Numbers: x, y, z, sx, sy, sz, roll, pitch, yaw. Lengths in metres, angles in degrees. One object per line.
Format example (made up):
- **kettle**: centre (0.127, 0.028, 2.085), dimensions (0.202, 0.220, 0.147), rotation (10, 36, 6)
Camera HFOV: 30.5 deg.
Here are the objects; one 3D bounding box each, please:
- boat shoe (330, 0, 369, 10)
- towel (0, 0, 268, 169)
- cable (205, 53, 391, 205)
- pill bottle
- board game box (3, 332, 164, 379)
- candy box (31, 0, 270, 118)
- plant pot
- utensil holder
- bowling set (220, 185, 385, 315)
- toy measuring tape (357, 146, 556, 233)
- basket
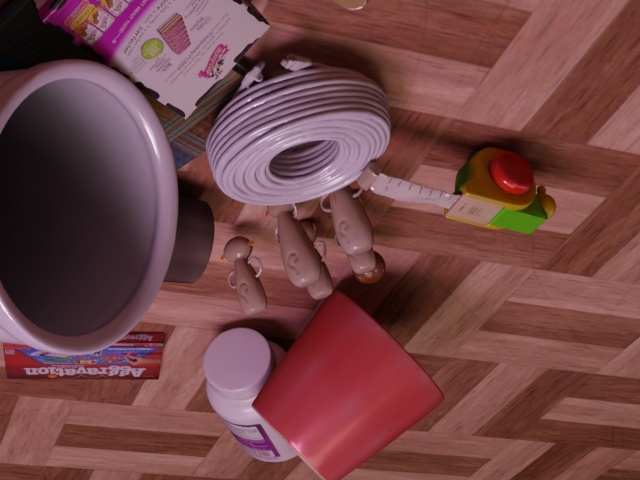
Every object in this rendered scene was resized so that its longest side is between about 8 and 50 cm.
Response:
- **boat shoe**: centre (-0.001, -0.315, 1.364), dimensions (0.068, 0.072, 0.190), rotation (-25, 142, 27)
- **towel**: centre (-0.265, -0.209, 1.520), dimensions (0.271, 0.040, 0.370), rotation (-28, 142, 31)
- **cable**: centre (-0.025, -0.137, 1.580), dimensions (0.257, 0.089, 0.257), rotation (0, 151, -36)
- **pill bottle**: centre (-0.114, 0.282, 2.173), dimensions (0.169, 0.169, 0.301), rotation (-11, 147, 7)
- **board game box**: centre (-0.431, 0.212, 2.145), dimensions (0.281, 0.027, 0.145), rotation (1, 148, -11)
- **candy box**: centre (-0.194, -0.266, 1.363), dimensions (0.159, 0.071, 0.233), rotation (-45, 134, 11)
- **plant pot**: centre (0.034, 0.263, 1.994), dimensions (0.243, 0.275, 0.275), rotation (-45, 144, -7)
- **utensil holder**: centre (-0.418, -0.041, 1.404), dimensions (0.385, 0.328, 0.327), rotation (1, 154, 32)
- **bowling set**: centre (0.000, 0.000, 1.817), dimensions (0.287, 0.154, 0.199), rotation (-29, 159, 30)
- **toy measuring tape**: centre (0.201, -0.091, 1.704), dimensions (0.330, 0.121, 0.121), rotation (13, 143, -24)
- **basket**: centre (-0.282, -0.016, 1.716), dimensions (0.226, 0.154, 0.204), rotation (10, 150, -29)
